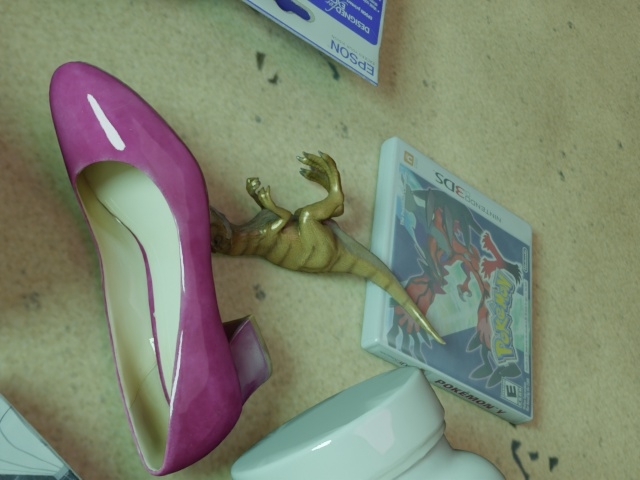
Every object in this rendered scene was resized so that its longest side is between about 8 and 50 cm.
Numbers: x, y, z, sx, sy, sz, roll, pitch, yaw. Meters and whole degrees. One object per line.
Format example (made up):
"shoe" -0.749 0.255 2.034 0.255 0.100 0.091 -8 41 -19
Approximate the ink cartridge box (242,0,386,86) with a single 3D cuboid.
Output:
"ink cartridge box" -0.030 -0.247 0.813 0.206 0.045 0.208 28 52 -29

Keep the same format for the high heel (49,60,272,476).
"high heel" -0.116 0.015 0.577 0.117 0.082 0.244 -42 113 -56

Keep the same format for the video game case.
"video game case" 0.116 0.033 0.826 0.183 0.023 0.201 29 52 -30

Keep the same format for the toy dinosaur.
"toy dinosaur" 0.000 0.000 0.720 0.212 0.064 0.112 17 77 -26

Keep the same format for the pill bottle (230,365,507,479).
"pill bottle" 0.068 0.228 0.583 0.162 0.162 0.278 -28 90 -47

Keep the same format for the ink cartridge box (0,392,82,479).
"ink cartridge box" -0.130 0.227 0.469 0.332 0.065 0.165 51 44 -13
